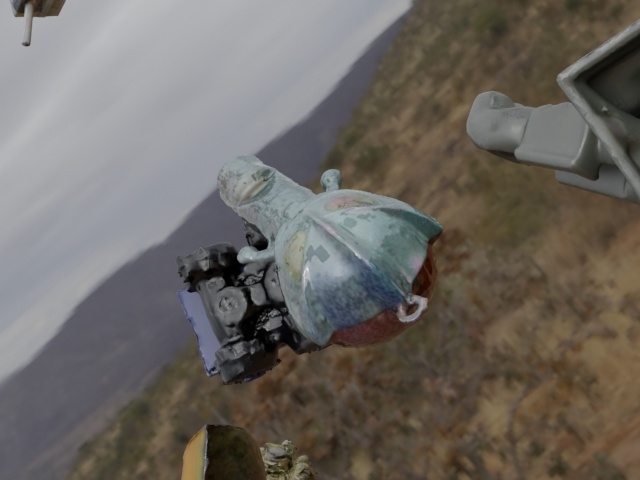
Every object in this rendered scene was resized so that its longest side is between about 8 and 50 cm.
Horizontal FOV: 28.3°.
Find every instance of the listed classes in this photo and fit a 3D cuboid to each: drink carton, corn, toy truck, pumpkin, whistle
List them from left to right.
[{"bbox_3d":[-0.361,-0.337,1.602,0.075,0.200,0.084,-8,-16,-30],"label":"drink carton"},{"bbox_3d":[-0.117,0.328,1.192,0.148,0.169,0.312,8,-48,-40],"label":"pumpkin"},{"bbox_3d":[-0.057,0.403,1.637,0.115,0.115,0.317,-48,-35,-56],"label":"corn"},{"bbox_3d":[-0.049,0.068,1.455,0.213,0.161,0.177,-25,-12,16],"label":"toy truck"},{"bbox_3d":[0.000,0.001,1.173,0.346,0.134,0.142,36,101,55],"label":"whistle"}]

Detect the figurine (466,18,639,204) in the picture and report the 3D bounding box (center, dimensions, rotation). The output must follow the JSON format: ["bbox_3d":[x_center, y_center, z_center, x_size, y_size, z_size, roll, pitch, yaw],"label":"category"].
[{"bbox_3d":[0.250,-0.047,0.695,0.167,0.343,0.285,-62,-16,8],"label":"figurine"}]
